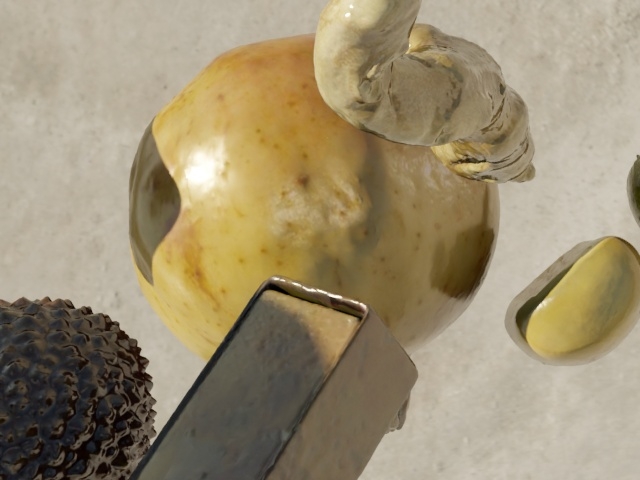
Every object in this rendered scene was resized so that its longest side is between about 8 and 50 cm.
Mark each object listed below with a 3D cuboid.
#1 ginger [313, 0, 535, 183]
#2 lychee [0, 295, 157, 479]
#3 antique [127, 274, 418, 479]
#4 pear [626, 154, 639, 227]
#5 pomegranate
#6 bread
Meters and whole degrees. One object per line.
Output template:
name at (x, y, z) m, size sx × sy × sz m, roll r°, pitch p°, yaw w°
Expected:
ginger at (0.056, -0.074, 0.509) m, size 0.075 × 0.288 × 0.089 m, roll -47°, pitch 69°, yaw 9°
lychee at (-0.206, 0.130, 0.765) m, size 0.188 × 0.188 × 0.188 m, roll -6°, pitch 80°, yaw 33°
antique at (-0.064, 0.174, 0.650) m, size 0.093 × 0.087 × 0.310 m, roll 17°, pitch 63°, yaw 40°
pear at (0.358, -0.040, 1.046) m, size 0.131 × 0.107 × 0.107 m, roll 45°, pitch 108°, yaw 25°
pomegranate at (0.000, 0.000, 1.075) m, size 0.410 × 0.410 × 0.410 m, roll -6°, pitch 80°, yaw 33°
bread at (0.256, 0.065, 1.042) m, size 0.098 × 0.217 × 0.147 m, roll 44°, pitch 97°, yaw 5°
